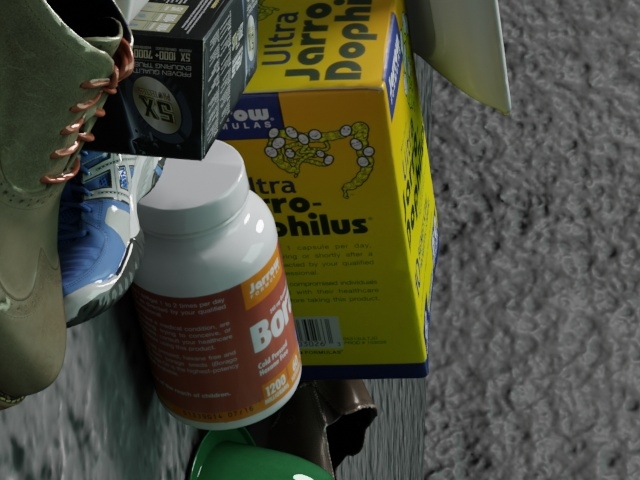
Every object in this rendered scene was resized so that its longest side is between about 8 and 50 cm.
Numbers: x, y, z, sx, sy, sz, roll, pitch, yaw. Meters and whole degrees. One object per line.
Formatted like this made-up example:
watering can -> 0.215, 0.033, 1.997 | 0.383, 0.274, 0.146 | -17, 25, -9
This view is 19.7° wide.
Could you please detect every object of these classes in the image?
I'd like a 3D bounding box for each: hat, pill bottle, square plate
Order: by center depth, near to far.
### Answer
pill bottle -> -0.087, 0.033, 1.425 | 0.121, 0.121, 0.216 | -80, 165, -49
hat -> 0.003, 0.236, 1.629 | 0.208, 0.184, 0.173 | -53, 134, -60
square plate -> 0.047, -0.317, 1.681 | 0.344, 0.049, 0.347 | 46, -24, 48

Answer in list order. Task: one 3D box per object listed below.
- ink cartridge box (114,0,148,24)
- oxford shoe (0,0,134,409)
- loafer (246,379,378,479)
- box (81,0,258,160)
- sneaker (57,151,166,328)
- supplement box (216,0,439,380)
ink cartridge box -> -0.128, -0.289, 1.071 | 0.207, 0.117, 0.283 | -70, 170, -65
oxford shoe -> -0.162, -0.066, 0.977 | 0.123, 0.130, 0.348 | -72, 158, -63
loafer -> -0.004, 0.168, 1.852 | 0.134, 0.130, 0.366 | 72, 19, -59
box -> -0.125, -0.120, 1.136 | 0.180, 0.147, 0.077 | -71, 165, -66
sneaker -> -0.159, -0.028, 1.202 | 0.211, 0.080, 0.081 | -85, 151, -47
supplement box -> -0.007, -0.059, 1.685 | 0.194, 0.195, 0.356 | -82, 166, -45
